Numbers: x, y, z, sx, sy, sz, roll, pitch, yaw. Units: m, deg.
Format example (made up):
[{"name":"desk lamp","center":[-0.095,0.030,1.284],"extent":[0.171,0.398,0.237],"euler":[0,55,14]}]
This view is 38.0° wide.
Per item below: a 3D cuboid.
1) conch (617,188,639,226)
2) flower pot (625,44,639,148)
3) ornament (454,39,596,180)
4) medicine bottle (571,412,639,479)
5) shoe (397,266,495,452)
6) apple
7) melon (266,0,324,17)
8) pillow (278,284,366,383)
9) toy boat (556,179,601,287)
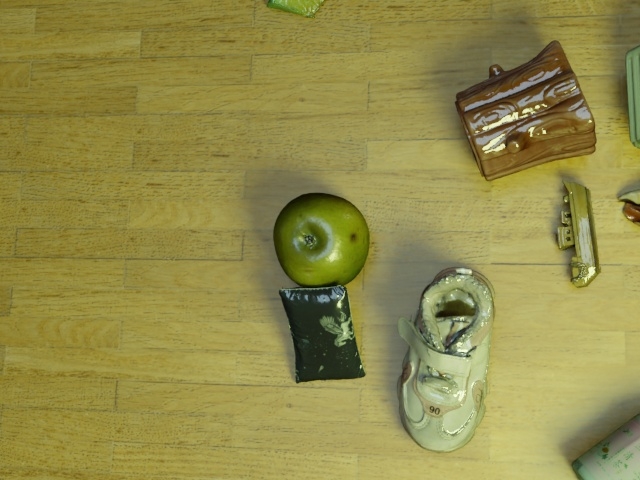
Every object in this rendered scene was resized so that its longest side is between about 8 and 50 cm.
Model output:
[{"name":"conch","center":[0.646,-0.062,1.723],"extent":[0.176,0.094,0.104],"euler":[2,106,13]},{"name":"flower pot","center":[0.680,-0.265,1.691],"extent":[0.209,0.239,0.190],"euler":[-8,80,39]},{"name":"ornament","center":[0.382,-0.222,1.742],"extent":[0.217,0.221,0.235],"euler":[-20,122,10]},{"name":"medicine bottle","center":[0.616,0.397,1.580],"extent":[0.290,0.245,0.245],"euler":[-37,77,0]},{"name":"shoe","center":[0.223,0.210,1.698],"extent":[0.171,0.198,0.351],"euler":[6,81,12]},{"name":"apple","center":[0.000,0.000,1.794],"extent":[0.196,0.157,0.197],"euler":[-1,87,16]},{"name":"melon","center":[0.004,-0.561,1.939],"extent":[0.262,0.053,0.114],"euler":[-43,84,1]},{"name":"pillow","center":[0.005,0.180,1.779],"extent":[0.141,0.055,0.208],"euler":[-6,114,9]},{"name":"toy boat","center":[0.484,-0.014,1.762],"extent":[0.072,0.064,0.206],"euler":[-10,77,26]}]
